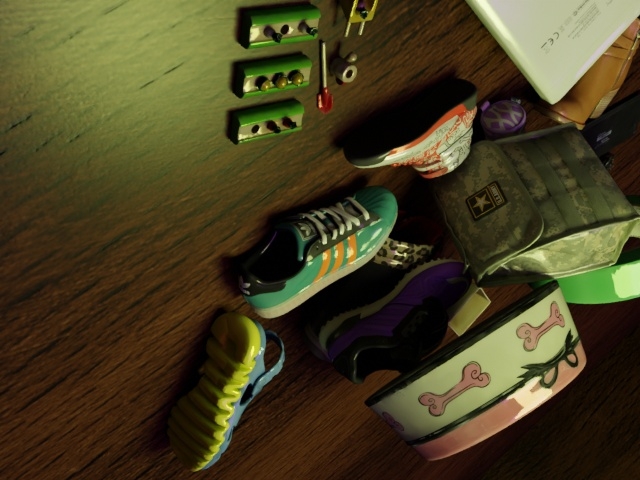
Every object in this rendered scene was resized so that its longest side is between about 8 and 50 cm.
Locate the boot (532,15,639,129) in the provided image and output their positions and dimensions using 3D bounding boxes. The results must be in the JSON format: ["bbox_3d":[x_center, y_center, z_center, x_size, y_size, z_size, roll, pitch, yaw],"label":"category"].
[{"bbox_3d":[0.538,-0.339,1.372,0.283,0.109,0.220,-15,135,-42],"label":"boot"}]

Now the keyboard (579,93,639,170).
[{"bbox_3d":[0.668,-0.226,1.702,0.317,0.033,0.202,-28,136,-26],"label":"keyboard"}]

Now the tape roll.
[{"bbox_3d":[0.558,0.010,1.390,0.321,0.321,0.077,-30,113,-25],"label":"tape roll"}]

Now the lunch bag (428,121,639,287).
[{"bbox_3d":[0.353,-0.056,1.225,0.286,0.235,0.169,-14,145,-8],"label":"lunch bag"}]

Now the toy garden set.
[{"bbox_3d":[-0.009,-0.245,0.917,0.203,0.049,0.244,-20,137,-35],"label":"toy garden set"}]

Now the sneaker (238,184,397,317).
[{"bbox_3d":[0.000,0.000,1.118,0.302,0.108,0.121,-39,149,-11],"label":"sneaker"}]

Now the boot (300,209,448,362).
[{"bbox_3d":[0.160,0.090,1.363,0.377,0.138,0.284,2,123,-39],"label":"boot"}]

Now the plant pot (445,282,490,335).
[{"bbox_3d":[0.306,0.136,1.599,0.109,0.096,0.109,-48,147,0],"label":"plant pot"}]

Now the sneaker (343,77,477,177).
[{"bbox_3d":[0.155,-0.148,1.159,0.270,0.090,0.145,-34,141,-25],"label":"sneaker"}]

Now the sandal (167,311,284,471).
[{"bbox_3d":[-0.153,0.264,1.204,0.138,0.126,0.318,3,123,-54],"label":"sandal"}]

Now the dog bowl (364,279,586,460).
[{"bbox_3d":[0.288,0.241,1.257,0.407,0.150,0.408,-32,169,-7],"label":"dog bowl"}]

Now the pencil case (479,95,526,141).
[{"bbox_3d":[0.347,-0.175,1.345,0.086,0.088,0.206,-47,146,-20],"label":"pencil case"}]

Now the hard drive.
[{"bbox_3d":[0.350,-0.398,1.066,0.233,0.047,0.353,-48,131,10],"label":"hard drive"}]

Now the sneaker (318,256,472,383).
[{"bbox_3d":[0.150,0.151,1.197,0.293,0.146,0.102,-32,128,1],"label":"sneaker"}]
